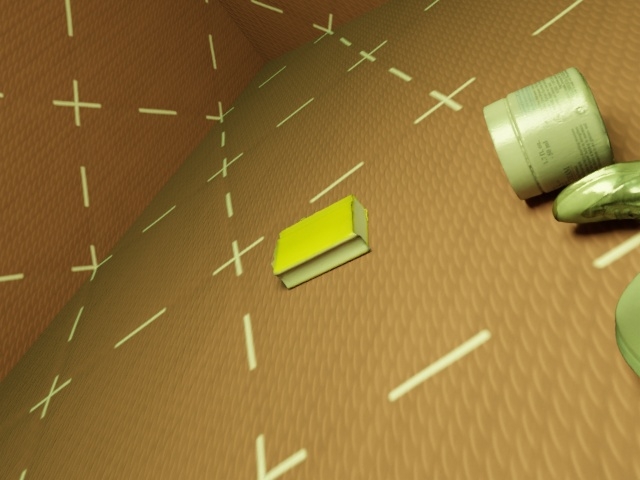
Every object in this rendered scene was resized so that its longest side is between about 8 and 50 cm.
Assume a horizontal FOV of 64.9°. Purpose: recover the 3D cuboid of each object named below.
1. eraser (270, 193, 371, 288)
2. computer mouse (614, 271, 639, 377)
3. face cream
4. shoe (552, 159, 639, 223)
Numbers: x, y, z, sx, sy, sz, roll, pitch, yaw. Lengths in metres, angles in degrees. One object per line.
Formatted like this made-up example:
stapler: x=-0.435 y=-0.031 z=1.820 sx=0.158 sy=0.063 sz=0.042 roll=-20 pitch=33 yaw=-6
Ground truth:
eraser: x=0.000 y=0.000 z=1.134 sx=0.226 sy=0.069 sz=0.157 roll=-27 pitch=36 yaw=22
computer mouse: x=0.461 y=0.037 z=0.511 sx=0.331 sy=0.095 sz=0.197 roll=-46 pitch=42 yaw=3
face cream: x=0.374 y=-0.172 z=0.828 sx=0.153 sy=0.177 sz=0.177 roll=-21 pitch=36 yaw=28
shoe: x=0.458 y=-0.061 z=0.670 sx=0.275 sy=0.103 sz=0.098 roll=-18 pitch=57 yaw=36
